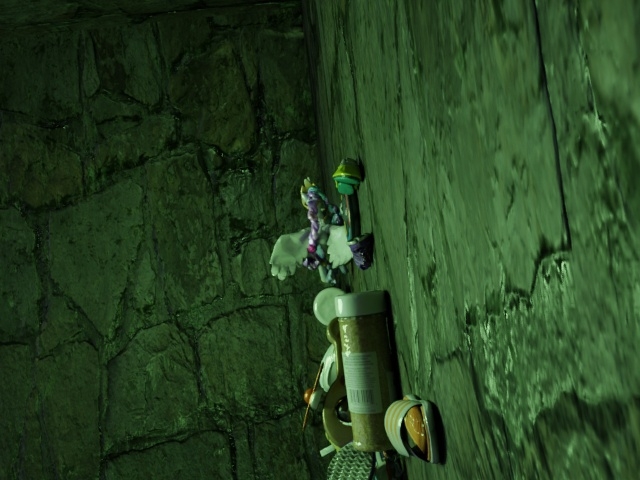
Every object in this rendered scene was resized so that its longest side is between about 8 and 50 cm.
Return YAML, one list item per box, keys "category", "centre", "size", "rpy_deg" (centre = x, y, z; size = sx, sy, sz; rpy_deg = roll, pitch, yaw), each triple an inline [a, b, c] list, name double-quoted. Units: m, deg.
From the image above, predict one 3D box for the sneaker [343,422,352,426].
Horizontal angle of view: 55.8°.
- category: "sneaker"
  centre: [0.127, 0.552, 1.771]
  size: [0.152, 0.114, 0.305]
  rpy_deg: [-103, 10, -62]

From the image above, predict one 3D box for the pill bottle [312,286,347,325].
- category: "pill bottle"
  centre: [0.048, 0.275, 2.553]
  size: [0.278, 0.162, 0.162]
  rpy_deg: [114, 149, -86]

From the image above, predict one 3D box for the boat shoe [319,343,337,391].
- category: "boat shoe"
  centre: [0.080, 0.353, 1.890]
  size: [0.268, 0.096, 0.088]
  rpy_deg: [-61, 8, -9]

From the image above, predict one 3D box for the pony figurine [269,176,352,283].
- category: "pony figurine"
  centre: [0.000, 0.000, 2.131]
  size: [0.363, 0.302, 0.351]
  rpy_deg: [60, -154, -54]

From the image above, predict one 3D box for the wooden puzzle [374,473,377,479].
- category: "wooden puzzle"
  centre: [0.188, 0.719, 1.745]
  size: [0.239, 0.044, 0.221]
  rpy_deg: [87, 175, -66]

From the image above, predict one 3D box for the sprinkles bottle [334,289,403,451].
- category: "sprinkles bottle"
  centre: [0.112, 0.297, 1.403]
  size: [0.121, 0.121, 0.356]
  rpy_deg: [118, 146, -86]

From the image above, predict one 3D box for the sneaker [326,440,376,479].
- category: "sneaker"
  centre: [0.084, 0.598, 1.527]
  size: [0.146, 0.102, 0.294]
  rpy_deg: [-27, -43, -58]

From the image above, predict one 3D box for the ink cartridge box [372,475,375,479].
- category: "ink cartridge box"
  centre: [0.115, 0.875, 2.159]
  size: [0.097, 0.188, 0.255]
  rpy_deg: [-51, 22, 20]

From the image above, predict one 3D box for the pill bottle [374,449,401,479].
- category: "pill bottle"
  centre: [0.166, 0.570, 1.554]
  size: [0.120, 0.066, 0.067]
  rpy_deg: [-108, 11, -79]

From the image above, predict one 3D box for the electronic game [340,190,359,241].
- category: "electronic game"
  centre: [0.085, -0.094, 1.876]
  size: [0.229, 0.048, 0.230]
  rpy_deg: [174, 90, -88]

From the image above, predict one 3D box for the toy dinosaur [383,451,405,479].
- category: "toy dinosaur"
  centre: [0.168, 0.530, 1.449]
  size: [0.082, 0.090, 0.047]
  rpy_deg: [42, 134, 36]

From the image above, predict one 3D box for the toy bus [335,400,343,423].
- category: "toy bus"
  centre: [0.113, 0.536, 2.030]
  size: [0.333, 0.130, 0.108]
  rpy_deg: [101, 163, -83]

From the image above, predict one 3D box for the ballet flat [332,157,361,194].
- category: "ballet flat"
  centre: [0.074, -0.183, 1.650]
  size: [0.231, 0.077, 0.077]
  rpy_deg: [85, -166, -84]

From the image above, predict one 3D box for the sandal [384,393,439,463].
- category: "sandal"
  centre: [0.150, 0.330, 1.064]
  size: [0.265, 0.076, 0.102]
  rpy_deg: [97, 166, -81]

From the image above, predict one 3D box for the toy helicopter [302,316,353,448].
- category: "toy helicopter"
  centre: [0.056, 0.373, 1.611]
  size: [0.140, 0.234, 0.355]
  rpy_deg: [86, 177, -61]

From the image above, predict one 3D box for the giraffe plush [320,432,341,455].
- category: "giraffe plush"
  centre: [0.126, 0.718, 2.157]
  size: [0.170, 0.210, 0.182]
  rpy_deg: [14, -118, -61]

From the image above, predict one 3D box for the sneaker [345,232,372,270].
- category: "sneaker"
  centre: [0.113, 0.032, 1.583]
  size: [0.170, 0.068, 0.071]
  rpy_deg: [65, -179, -69]
